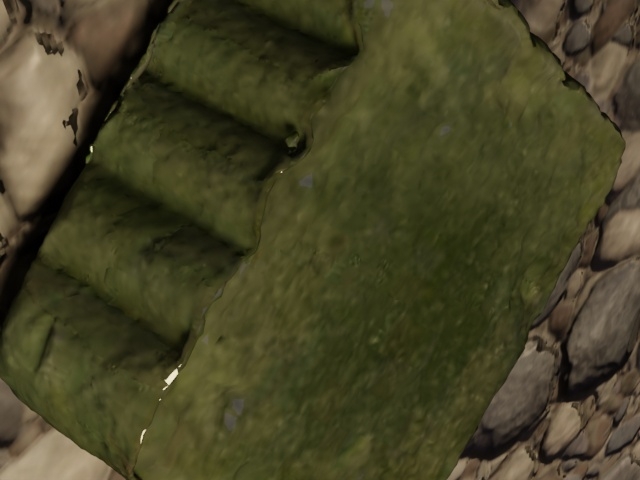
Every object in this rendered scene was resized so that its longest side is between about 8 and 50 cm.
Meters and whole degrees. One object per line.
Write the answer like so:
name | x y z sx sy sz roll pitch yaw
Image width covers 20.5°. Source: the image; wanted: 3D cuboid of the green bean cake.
green bean cake | 0.000 0.000 0.567 0.183 0.094 0.185 -59 151 -1
